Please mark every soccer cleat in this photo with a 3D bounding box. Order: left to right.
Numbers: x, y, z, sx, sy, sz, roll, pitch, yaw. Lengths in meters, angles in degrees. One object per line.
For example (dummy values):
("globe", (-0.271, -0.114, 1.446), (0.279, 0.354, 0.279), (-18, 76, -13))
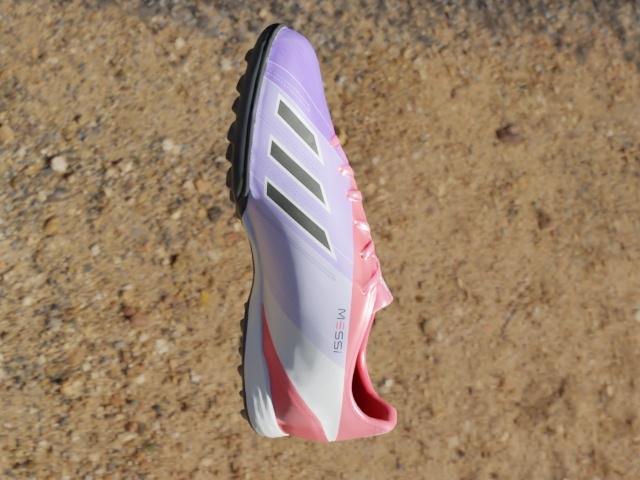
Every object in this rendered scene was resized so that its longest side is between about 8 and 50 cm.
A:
("soccer cleat", (0.000, 0.000, 0.741), (0.108, 0.116, 0.318), (-41, 132, -68))
